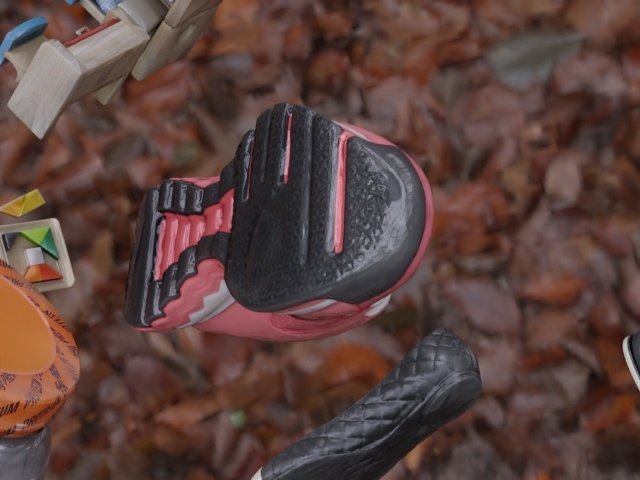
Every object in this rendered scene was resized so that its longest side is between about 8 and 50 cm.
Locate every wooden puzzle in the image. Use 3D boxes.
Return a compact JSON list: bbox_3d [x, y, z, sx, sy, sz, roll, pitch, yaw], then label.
[{"bbox_3d":[-0.262,0.014,1.630,0.078,0.014,0.116,-19,84,-37],"label":"wooden puzzle"}]

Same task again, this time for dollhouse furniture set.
[{"bbox_3d":[-0.167,-0.191,1.324,0.129,0.129,0.184,45,41,7],"label":"dollhouse furniture set"}]

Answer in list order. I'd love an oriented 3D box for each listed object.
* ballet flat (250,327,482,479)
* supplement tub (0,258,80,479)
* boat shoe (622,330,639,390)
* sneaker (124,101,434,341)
[{"bbox_3d":[0.026,0.120,1.134,0.173,0.057,0.049,-34,46,5],"label":"ballet flat"},{"bbox_3d":[-0.291,0.151,1.068,0.316,0.193,0.193,-51,45,19],"label":"supplement tub"},{"bbox_3d":[0.243,0.109,1.154,0.042,0.049,0.133,-45,68,33],"label":"boat shoe"},{"bbox_3d":[0.000,-0.001,1.044,0.314,0.136,0.116,-12,68,62],"label":"sneaker"}]
